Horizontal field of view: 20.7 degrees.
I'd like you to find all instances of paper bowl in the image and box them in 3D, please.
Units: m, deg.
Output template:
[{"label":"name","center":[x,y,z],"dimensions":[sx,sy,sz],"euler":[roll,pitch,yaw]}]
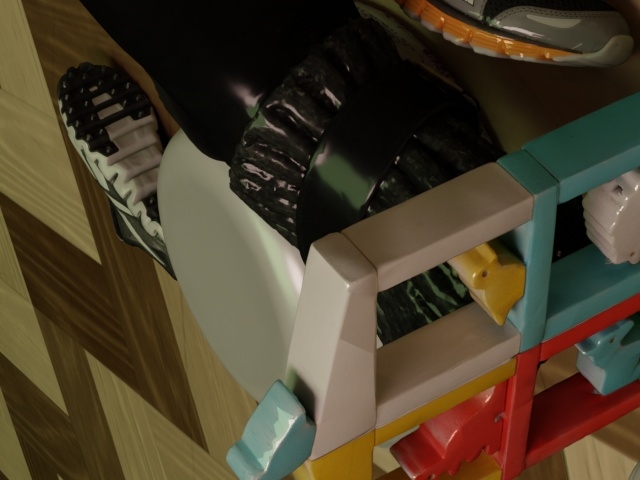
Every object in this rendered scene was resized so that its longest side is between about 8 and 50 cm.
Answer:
[{"label":"paper bowl","center":[0.000,0.000,1.125],"dimensions":[0.284,0.148,0.284],"euler":[47,150,38]}]

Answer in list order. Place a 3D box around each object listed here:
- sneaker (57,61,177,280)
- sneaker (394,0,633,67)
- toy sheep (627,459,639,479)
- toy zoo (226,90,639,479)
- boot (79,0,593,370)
[{"label":"sneaker","center":[-0.161,-0.052,1.517],"dimensions":[0.234,0.078,0.106],"euler":[51,151,27]},{"label":"sneaker","center":[0.074,-0.152,0.898],"dimensions":[0.215,0.084,0.083],"euler":[35,110,32]},{"label":"toy sheep","center":[0.198,0.139,0.912],"dimensions":[0.091,0.091,0.132],"euler":[63,171,6]},{"label":"toy zoo","center":[0.087,0.037,0.772],"dimensions":[0.030,0.293,0.192],"euler":[48,153,36]},{"label":"boot","center":[-0.002,-0.072,0.823],"dimensions":[0.260,0.131,0.348],"euler":[51,179,31]}]
